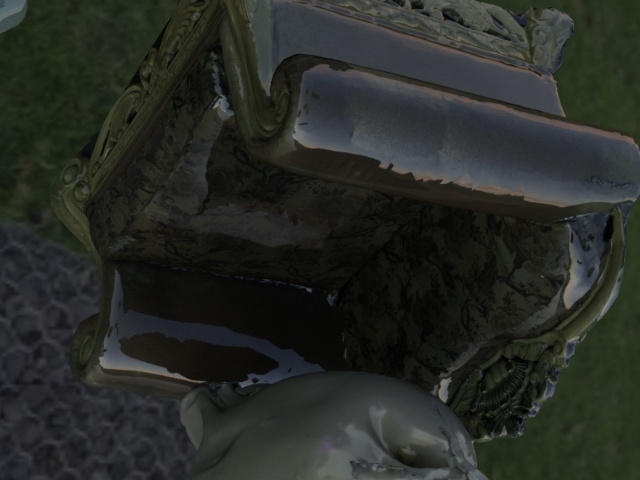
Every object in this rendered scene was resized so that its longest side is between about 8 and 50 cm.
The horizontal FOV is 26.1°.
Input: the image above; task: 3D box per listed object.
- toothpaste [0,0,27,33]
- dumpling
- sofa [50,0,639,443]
[{"bbox_3d":[-0.285,-0.085,0.697,0.392,0.099,0.061,-33,73,-33],"label":"toothpaste"},{"bbox_3d":[0.009,0.124,0.635,0.118,0.199,0.136,-40,127,-30],"label":"dumpling"},{"bbox_3d":[0.000,0.000,0.663,0.200,0.258,0.182,13,53,-28],"label":"sofa"}]
